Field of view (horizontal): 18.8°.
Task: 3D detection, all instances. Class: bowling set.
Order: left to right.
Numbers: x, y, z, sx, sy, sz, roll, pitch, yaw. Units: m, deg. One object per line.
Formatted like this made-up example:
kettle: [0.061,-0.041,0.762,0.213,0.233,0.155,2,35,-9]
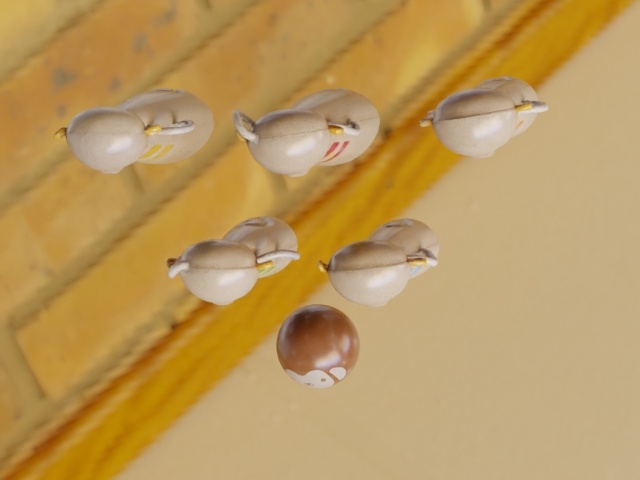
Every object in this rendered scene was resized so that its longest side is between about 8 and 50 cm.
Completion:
bowling set: [0.000,0.000,1.164,0.287,0.200,0.154,-5,-173,16]
